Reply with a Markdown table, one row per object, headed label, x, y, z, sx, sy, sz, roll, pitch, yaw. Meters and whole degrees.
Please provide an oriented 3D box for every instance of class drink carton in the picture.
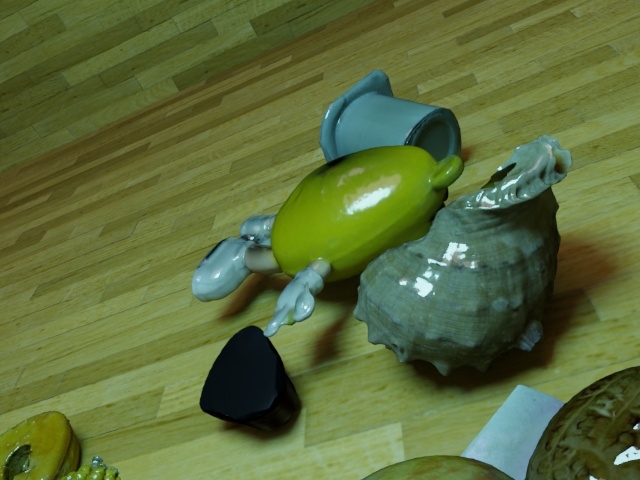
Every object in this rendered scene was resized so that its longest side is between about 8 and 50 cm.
| label | x | y | z | sx | sy | sz | roll | pitch | yaw |
| --- | --- | --- | --- | --- | --- | --- | --- | --- | --- |
| drink carton | 0.132 | -0.168 | 1.095 | 0.191 | 0.185 | 0.189 | -40 | 44 | -20 |

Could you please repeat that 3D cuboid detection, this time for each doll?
| label | x | y | z | sx | sy | sz | roll | pitch | yaw |
| --- | --- | --- | --- | --- | --- | --- | --- | --- | --- |
| doll | -0.014 | -0.007 | 0.932 | 0.348 | 0.161 | 0.423 | -45 | 24 | -18 |

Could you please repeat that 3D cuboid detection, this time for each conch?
| label | x | y | z | sx | sy | sz | roll | pitch | yaw |
| --- | --- | --- | --- | --- | --- | --- | --- | --- | --- |
| conch | 0.189 | 0.029 | 0.730 | 0.324 | 0.186 | 0.263 | -40 | 8 | 35 |

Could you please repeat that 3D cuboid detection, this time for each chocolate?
| label | x | y | z | sx | sy | sz | roll | pitch | yaw |
| --- | --- | --- | --- | --- | --- | --- | --- | --- | --- |
| chocolate | -0.086 | 0.200 | 0.809 | 0.125 | 0.080 | 0.149 | -43 | 38 | 1 |

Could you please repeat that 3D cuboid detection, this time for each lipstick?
| label | x | y | z | sx | sy | sz | roll | pitch | yaw |
| --- | --- | --- | --- | --- | --- | --- | --- | --- | --- |
| lipstick | 0.120 | 0.269 | 0.547 | 0.317 | 0.066 | 0.068 | -43 | 31 | -22 |

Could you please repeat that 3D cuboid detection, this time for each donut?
| label | x | y | z | sx | sy | sz | roll | pitch | yaw |
| --- | --- | --- | --- | --- | --- | --- | --- | --- | --- |
| donut | -0.424 | 0.337 | 0.897 | 0.162 | 0.065 | 0.178 | -12 | 33 | 17 |

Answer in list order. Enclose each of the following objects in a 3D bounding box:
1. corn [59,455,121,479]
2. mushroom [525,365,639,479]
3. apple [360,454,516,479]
| label | x | y | z | sx | sy | sz | roll | pitch | yaw |
| --- | --- | --- | --- | --- | --- | --- | --- | --- | --- |
| corn | -0.322 | 0.399 | 0.686 | 0.101 | 0.102 | 0.313 | -9 | 36 | 29 |
| mushroom | 0.282 | 0.193 | 0.447 | 0.253 | 0.153 | 0.253 | -10 | 35 | 7 |
| apple | 0.076 | 0.246 | 0.388 | 0.187 | 0.211 | 0.211 | -21 | 23 | -33 |
